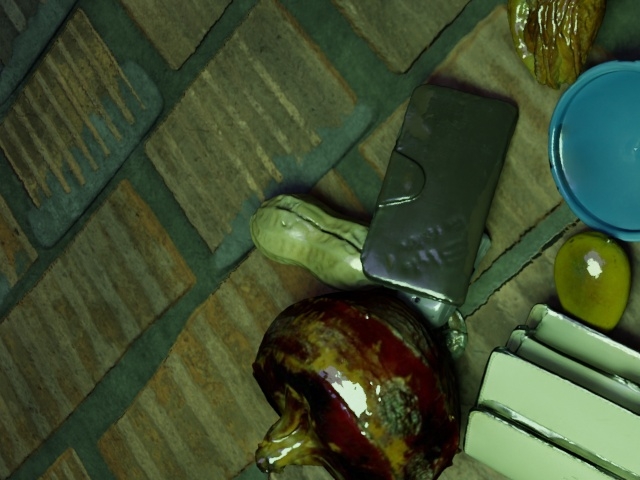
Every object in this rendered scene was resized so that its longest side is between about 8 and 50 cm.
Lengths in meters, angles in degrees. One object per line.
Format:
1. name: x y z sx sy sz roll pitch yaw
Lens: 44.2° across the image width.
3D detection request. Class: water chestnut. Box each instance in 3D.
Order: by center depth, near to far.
1. water chestnut: 0.035 0.244 1.158 0.350 0.302 0.350 39 151 26

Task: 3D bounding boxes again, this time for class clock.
1. clock: 0.165 0.045 1.198 0.117 0.080 0.176 30 93 26

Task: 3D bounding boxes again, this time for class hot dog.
1. hot dog: 0.319 -0.336 1.042 0.114 0.175 0.259 15 103 -14

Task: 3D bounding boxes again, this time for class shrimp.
1. shrimp: 0.165 0.124 1.249 0.161 0.034 0.091 41 100 18

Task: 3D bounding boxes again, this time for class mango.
1. mango: 0.372 0.066 1.087 0.103 0.076 0.161 10 109 34

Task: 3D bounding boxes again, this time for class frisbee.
1. frisbee: 0.407 -0.118 1.040 0.242 0.045 0.242 29 128 46

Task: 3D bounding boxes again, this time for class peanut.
1. peanut: 0.000 0.000 1.272 0.290 0.130 0.130 24 106 33

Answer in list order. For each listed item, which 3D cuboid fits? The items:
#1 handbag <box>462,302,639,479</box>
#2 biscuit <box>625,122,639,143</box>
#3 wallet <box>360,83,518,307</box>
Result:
1. handbag: 0.384 0.273 1.034 0.359 0.160 0.236 26 130 26
2. biscuit: 0.508 -0.120 1.008 0.250 0.035 0.162 36 118 31
3. wallet: 0.170 -0.071 1.144 0.165 0.042 0.309 17 84 9
